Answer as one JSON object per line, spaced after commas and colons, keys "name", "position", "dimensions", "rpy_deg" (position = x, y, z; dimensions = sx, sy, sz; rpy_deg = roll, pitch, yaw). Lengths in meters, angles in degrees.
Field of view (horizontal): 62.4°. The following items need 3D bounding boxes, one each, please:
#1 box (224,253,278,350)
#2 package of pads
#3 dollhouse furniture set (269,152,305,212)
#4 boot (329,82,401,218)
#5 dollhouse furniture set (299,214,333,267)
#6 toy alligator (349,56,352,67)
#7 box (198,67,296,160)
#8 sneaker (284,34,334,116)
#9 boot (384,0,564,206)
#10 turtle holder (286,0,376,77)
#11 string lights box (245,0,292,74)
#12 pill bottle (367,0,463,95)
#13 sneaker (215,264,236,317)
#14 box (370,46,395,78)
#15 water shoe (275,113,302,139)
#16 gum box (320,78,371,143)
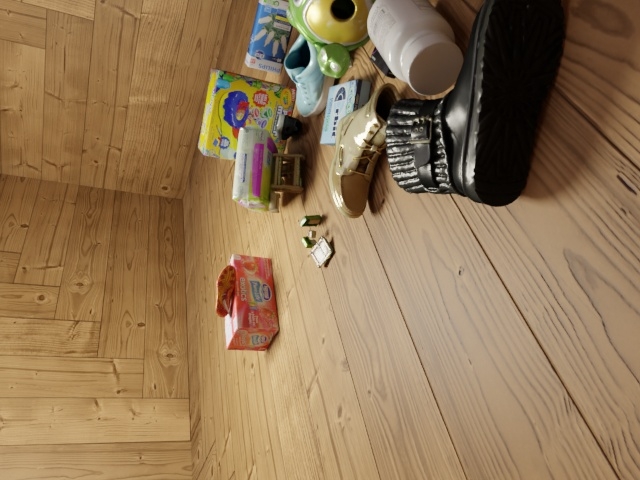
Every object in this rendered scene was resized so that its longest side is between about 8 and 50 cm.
{"name": "box", "position": [-0.246, 0.213, 1.816], "dimensions": [0.154, 0.142, 0.299], "rpy_deg": [120, 149, -43]}
{"name": "package of pads", "position": [-0.200, -0.212, 1.691], "dimensions": [0.296, 0.101, 0.229], "rpy_deg": [37, -123, -87]}
{"name": "dollhouse furniture set", "position": [-0.100, -0.167, 1.701], "dimensions": [0.161, 0.101, 0.181], "rpy_deg": [82, -169, -81]}
{"name": "boot", "position": [0.107, -0.194, 1.171], "dimensions": [0.203, 0.095, 0.261], "rpy_deg": [154, 125, -62]}
{"name": "dollhouse furniture set", "position": [0.000, 0.000, 1.451], "dimensions": [0.076, 0.059, 0.151], "rpy_deg": [-54, 54, 36]}
{"name": "toy alligator", "position": [0.058, -0.558, 1.445], "dimensions": [0.056, 0.051, 0.189], "rpy_deg": [140, 133, -59]}
{"name": "box", "position": [-0.266, -0.435, 1.888], "dimensions": [0.177, 0.279, 0.289], "rpy_deg": [-136, 56, -63]}
{"name": "sneaker", "position": [-0.042, -0.477, 1.469], "dimensions": [0.366, 0.150, 0.135], "rpy_deg": [116, 136, -58]}
{"name": "boot", "position": [0.223, -0.231, 0.849], "dimensions": [0.260, 0.131, 0.347], "rpy_deg": [-145, 65, -65]}
{"name": "turtle holder", "position": [0.035, -0.550, 1.195], "dimensions": [0.320, 0.243, 0.227], "rpy_deg": [-52, 11, -6]}
{"name": "string lights box", "position": [-0.188, -0.777, 1.996], "dimensions": [0.076, 0.133, 0.259], "rpy_deg": [-121, 43, -55]}
{"name": "pill bottle", "position": [0.179, -0.374, 0.998], "dimensions": [0.229, 0.131, 0.131], "rpy_deg": [-106, 32, -45]}
{"name": "sneaker", "position": [-0.317, 0.164, 1.738], "dimensions": [0.067, 0.064, 0.175], "rpy_deg": [-151, 74, -75]}
{"name": "box", "position": [0.168, -0.460, 1.184], "dimensions": [0.116, 0.029, 0.162], "rpy_deg": [-112, 36, -50]}
{"name": "water shoe", "position": [-0.099, -0.365, 1.746], "dimensions": [0.203, 0.080, 0.072], "rpy_deg": [-55, -22, -85]}
{"name": "gum box", "position": [0.062, -0.328, 1.379], "dimensions": [0.184, 0.041, 0.156], "rpy_deg": [-158, 77, -68]}
